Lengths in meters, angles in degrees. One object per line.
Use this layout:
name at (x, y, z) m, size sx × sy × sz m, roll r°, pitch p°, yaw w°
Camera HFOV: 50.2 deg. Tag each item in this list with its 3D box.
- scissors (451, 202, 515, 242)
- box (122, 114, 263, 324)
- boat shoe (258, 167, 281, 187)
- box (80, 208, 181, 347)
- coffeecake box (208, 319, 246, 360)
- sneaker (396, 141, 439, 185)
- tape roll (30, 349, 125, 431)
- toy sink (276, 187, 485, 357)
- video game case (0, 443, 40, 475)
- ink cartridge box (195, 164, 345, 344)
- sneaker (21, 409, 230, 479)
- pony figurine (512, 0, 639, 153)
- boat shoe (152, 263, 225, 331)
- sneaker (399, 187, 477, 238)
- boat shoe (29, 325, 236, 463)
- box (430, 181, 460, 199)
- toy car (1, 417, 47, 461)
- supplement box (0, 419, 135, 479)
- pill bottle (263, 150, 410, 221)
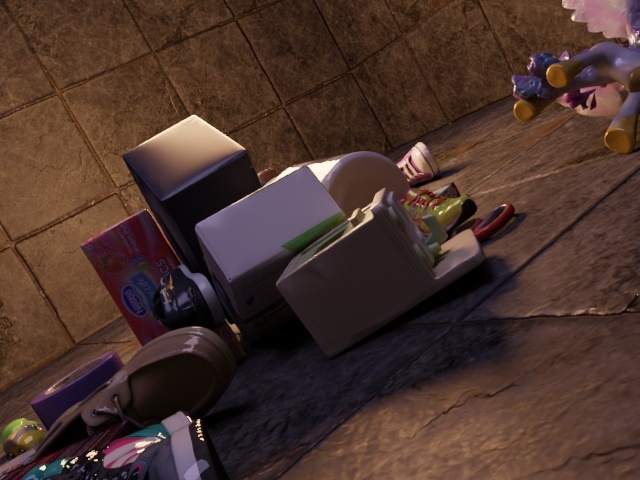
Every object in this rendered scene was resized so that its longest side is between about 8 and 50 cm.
scissors at (0.193, 0.018, 0.979) m, size 0.109 × 0.021 × 0.297 m, roll -24°, pitch 9°, yaw 41°
box at (-0.212, -0.049, 1.319) m, size 0.182 × 0.294 × 0.296 m, roll -32°, pitch 33°, yaw -15°
boat shoe at (-0.142, -0.044, 1.667) m, size 0.122 × 0.120 × 0.324 m, roll -26°, pitch -37°, yaw -28°
box at (-0.347, 0.099, 1.411) m, size 0.154 × 0.300 × 0.142 m, roll -30°, pitch 7°, yaw -9°
coffeecake box at (-0.227, 0.204, 1.152) m, size 0.185 × 0.068 × 0.142 m, roll -30°, pitch 6°, yaw -11°
sneaker at (0.233, -0.178, 1.918) m, size 0.161 × 0.102 × 0.282 m, roll -34°, pitch -3°, yaw -7°
tape roll at (-0.479, 0.306, 1.379) m, size 0.189 × 0.080 × 0.189 m, roll -29°, pitch 8°, yaw 5°
toy sink at (0.076, 0.020, 0.897) m, size 0.234 × 0.131 × 0.153 m, roll -34°, pitch 6°, yaw 14°
video game case at (-0.524, 0.397, 1.172) m, size 0.157 × 0.019 × 0.143 m, roll -30°, pitch 8°, yaw -7°
ink cartridge box at (-0.072, 0.032, 1.102) m, size 0.198 × 0.115 × 0.273 m, roll -31°, pitch -23°, yaw -14°
sneaker at (-0.163, 0.220, 0.548) m, size 0.178 × 0.124 × 0.295 m, roll -27°, pitch -2°, yaw -19°
pony figurine at (0.511, -0.304, 1.189) m, size 0.363 × 0.303 × 0.351 m, roll -29°, pitch 38°, yaw -26°
boat shoe at (-0.248, 0.107, 1.183) m, size 0.091 × 0.114 × 0.302 m, roll -25°, pitch 3°, yaw -19°
sneaker at (0.182, -0.050, 1.165) m, size 0.081 × 0.094 × 0.208 m, roll -31°, pitch 3°, yaw -26°
boat shoe at (-0.247, 0.233, 0.885) m, size 0.341 × 0.122 × 0.110 m, roll -37°, pitch 8°, yaw 24°
box at (0.186, -0.056, 1.456) m, size 0.207 × 0.036 × 0.114 m, roll -23°, pitch 10°, yaw 43°
toy car at (-0.626, 0.407, 1.359) m, size 0.239 × 0.053 × 0.225 m, roll -29°, pitch 7°, yaw 0°
supplement box at (-0.326, 0.308, 0.799) m, size 0.239 × 0.073 × 0.130 m, roll -27°, pitch 8°, yaw 24°
pill bottle at (0.011, -0.063, 1.389) m, size 0.204 × 0.204 × 0.361 m, roll -32°, pitch 14°, yaw -22°
